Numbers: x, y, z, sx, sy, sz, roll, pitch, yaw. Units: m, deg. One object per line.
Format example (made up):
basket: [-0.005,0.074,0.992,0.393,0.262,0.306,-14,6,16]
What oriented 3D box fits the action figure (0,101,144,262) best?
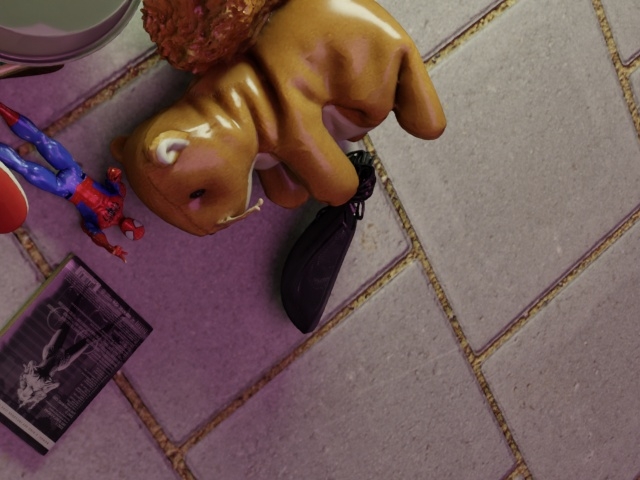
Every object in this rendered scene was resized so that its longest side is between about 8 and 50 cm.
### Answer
action figure: [-0.303,-0.072,1.418,0.280,0.139,0.091,40,80,-37]

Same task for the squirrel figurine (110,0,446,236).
squirrel figurine: [-0.099,-0.206,1.462,0.370,0.281,0.397,-29,111,-17]

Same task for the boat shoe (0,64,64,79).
boat shoe: [-0.382,-0.219,1.377,0.152,0.056,0.049,-6,81,-26]

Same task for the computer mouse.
computer mouse: [0.000,0.000,1.649,0.072,0.188,0.272,19,104,-6]

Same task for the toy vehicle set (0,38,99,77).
toy vehicle set: [-0.404,-0.259,1.319,0.267,0.035,0.166,-25,94,-26]

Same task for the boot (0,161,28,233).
boot: [-0.383,-0.055,1.248,0.088,0.176,0.244,-47,137,-4]

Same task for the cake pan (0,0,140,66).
cake pan: [-0.327,-0.345,1.316,0.293,0.054,0.293,3,82,-25]

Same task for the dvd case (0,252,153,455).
dvd case: [-0.342,0.149,1.518,0.221,0.018,0.164,-50,125,-14]
